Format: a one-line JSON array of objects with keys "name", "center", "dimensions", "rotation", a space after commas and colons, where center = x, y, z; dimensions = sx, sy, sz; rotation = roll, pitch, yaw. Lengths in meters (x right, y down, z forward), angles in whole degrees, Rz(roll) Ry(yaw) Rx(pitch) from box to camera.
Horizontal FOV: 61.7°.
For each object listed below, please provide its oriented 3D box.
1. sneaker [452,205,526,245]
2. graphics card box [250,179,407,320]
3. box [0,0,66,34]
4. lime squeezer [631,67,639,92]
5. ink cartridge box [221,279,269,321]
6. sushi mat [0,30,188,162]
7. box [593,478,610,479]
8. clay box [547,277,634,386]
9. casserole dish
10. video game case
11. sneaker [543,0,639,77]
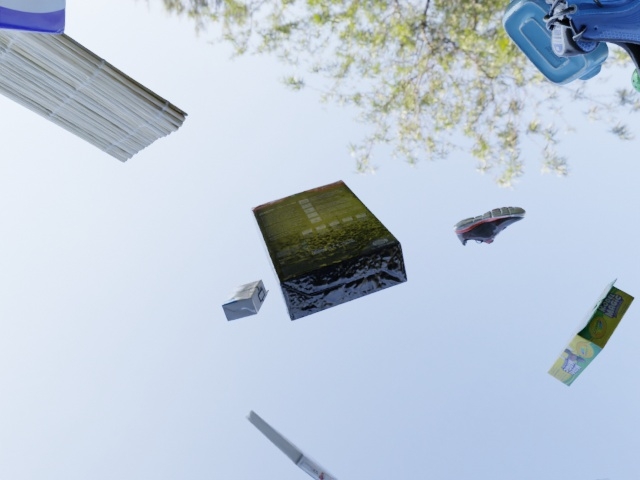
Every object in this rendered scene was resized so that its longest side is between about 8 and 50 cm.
[{"name": "sneaker", "center": [0.372, -0.028, 1.165], "dimensions": [0.158, 0.065, 0.061], "rotation": [-17, -168, 32]}, {"name": "graphics card box", "center": [0.000, 0.000, 1.098], "dimensions": [0.233, 0.094, 0.371], "rotation": [-18, -153, -8]}, {"name": "box", "center": [-0.222, -0.201, 0.313], "dimensions": [0.072, 0.137, 0.126], "rotation": [30, -151, 32]}, {"name": "lime squeezer", "center": [0.568, -0.281, 0.844], "dimensions": [0.110, 0.310, 0.059], "rotation": [5, -114, 2]}, {"name": "ink cartridge box", "center": [-0.110, 0.085, 0.798], "dimensions": [0.048, 0.028, 0.083], "rotation": [-15, -164, 12]}, {"name": "sushi mat", "center": [-0.293, -0.174, 0.493], "dimensions": [0.316, 0.151, 0.019], "rotation": [31, -119, -34]}, {"name": "box", "center": [0.150, 0.267, 0.323], "dimensions": [0.103, 0.114, 0.203], "rotation": [2, -110, -60]}, {"name": "clay box", "center": [0.498, 0.173, 0.987], "dimensions": [0.053, 0.222, 0.127], "rotation": [34, -114, 24]}, {"name": "casserole dish", "center": [0.360, -0.317, 0.840], "dimensions": [0.188, 0.114, 0.037], "rotation": [45, -106, -5]}, {"name": "video game case", "center": [-0.029, 0.390, 0.956], "dimensions": [0.023, 0.183, 0.201], "rotation": [-51, -152, -16]}, {"name": "sneaker", "center": [0.293, -0.286, 0.592], "dimensions": [0.330, 0.147, 0.130], "rotation": [35, -155, -2]}]
